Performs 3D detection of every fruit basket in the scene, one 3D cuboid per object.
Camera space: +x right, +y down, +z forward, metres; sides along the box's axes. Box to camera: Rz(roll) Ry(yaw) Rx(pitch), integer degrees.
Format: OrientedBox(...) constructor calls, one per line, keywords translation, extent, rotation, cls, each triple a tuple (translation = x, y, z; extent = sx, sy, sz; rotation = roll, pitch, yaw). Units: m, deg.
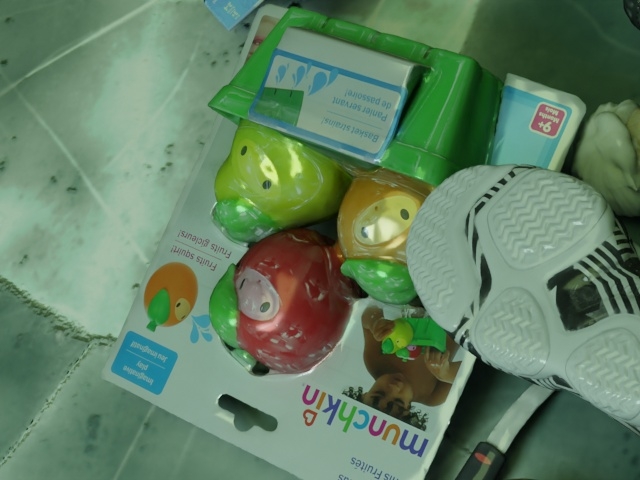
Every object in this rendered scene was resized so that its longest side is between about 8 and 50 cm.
OrientedBox(translation=(0.000, 0.000, 1.259), extent=(0.327, 0.165, 0.353), rotation=(22, 81, 34), cls="fruit basket")

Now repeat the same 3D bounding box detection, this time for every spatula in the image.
OrientedBox(translation=(0.146, 0.139, 1.191), extent=(0.084, 0.030, 0.296), rotation=(31, 83, 36), cls="spatula")

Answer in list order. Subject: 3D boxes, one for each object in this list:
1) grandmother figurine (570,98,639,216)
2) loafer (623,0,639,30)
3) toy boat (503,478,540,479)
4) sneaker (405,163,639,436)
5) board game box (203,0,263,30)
OrientedBox(translation=(0.347, -0.092, 1.165), extent=(0.342, 0.104, 0.208), rotation=(-15, 44, 24), cls="grandmother figurine")
OrientedBox(translation=(0.346, -0.219, 1.237), extent=(0.223, 0.076, 0.078), rotation=(-25, 49, 10), cls="loafer")
OrientedBox(translation=(0.177, 0.264, 1.065), extent=(0.231, 0.151, 0.151), rotation=(17, 105, 34), cls="toy boat")
OrientedBox(translation=(0.224, 0.082, 1.073), extent=(0.365, 0.210, 0.137), rotation=(29, 81, 41), cls="sneaker")
OrientedBox(translation=(-0.018, -0.275, 1.424), extent=(0.211, 0.039, 0.160), rotation=(-41, 12, 4), cls="board game box")
